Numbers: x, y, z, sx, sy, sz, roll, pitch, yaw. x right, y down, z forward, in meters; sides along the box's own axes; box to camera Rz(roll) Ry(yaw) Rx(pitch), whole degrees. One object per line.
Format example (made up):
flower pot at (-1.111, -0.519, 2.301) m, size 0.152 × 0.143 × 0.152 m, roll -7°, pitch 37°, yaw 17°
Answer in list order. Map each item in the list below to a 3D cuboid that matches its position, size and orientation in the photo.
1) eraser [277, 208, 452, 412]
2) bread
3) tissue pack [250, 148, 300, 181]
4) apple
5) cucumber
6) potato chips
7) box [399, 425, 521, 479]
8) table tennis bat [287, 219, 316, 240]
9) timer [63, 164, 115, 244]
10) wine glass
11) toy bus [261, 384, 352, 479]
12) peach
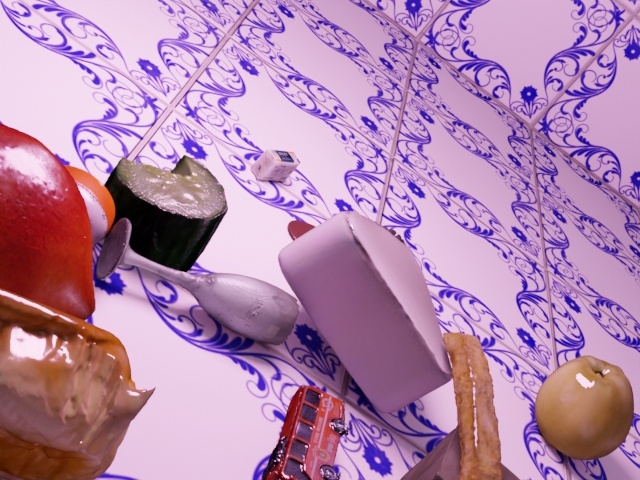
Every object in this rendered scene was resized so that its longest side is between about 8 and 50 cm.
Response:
eraser at (0.069, 0.083, 1.655) m, size 0.331 × 0.150 × 0.331 m, roll 53°, pitch 18°, yaw -25°
bread at (-0.384, 0.131, 1.040) m, size 0.389 × 0.236 × 0.183 m, roll 32°, pitch 43°, yaw -33°
tissue pack at (-0.090, -0.151, 1.981) m, size 0.083 × 0.062 × 0.042 m, roll -2°, pitch 54°, yaw -52°
apple at (0.509, 0.323, 1.911) m, size 0.200 × 0.200 × 0.200 m, roll 30°, pitch 29°, yaw -19°
cucumber at (-0.251, -0.043, 1.566) m, size 0.191 × 0.130 × 0.191 m, roll 24°, pitch 29°, yaw -14°
potato chips at (0.223, 0.234, 1.470) m, size 0.057 × 0.080 × 0.407 m, roll 23°, pitch 29°, yaw -10°
box at (0.225, 0.420, 1.435) m, size 0.231 × 0.149 × 0.155 m, roll 41°, pitch 27°, yaw 2°
table tennis bat at (0.000, 0.000, 1.928) m, size 0.156 × 0.013 × 0.087 m, roll 13°, pitch 35°, yaw -39°
timer at (-0.361, -0.059, 1.463) m, size 0.136 × 0.099 × 0.136 m, roll 36°, pitch 34°, yaw -29°
wine glass at (-0.174, 0.129, 1.446) m, size 0.309 × 0.096 × 0.264 m, roll 26°, pitch 36°, yaw -27°
toy bus at (-0.020, 0.301, 1.400) m, size 0.096 × 0.073 × 0.235 m, roll 28°, pitch 28°, yaw -3°
peach at (-0.415, -0.028, 1.240) m, size 0.362 × 0.201 × 0.257 m, roll 30°, pitch 28°, yaw -20°
